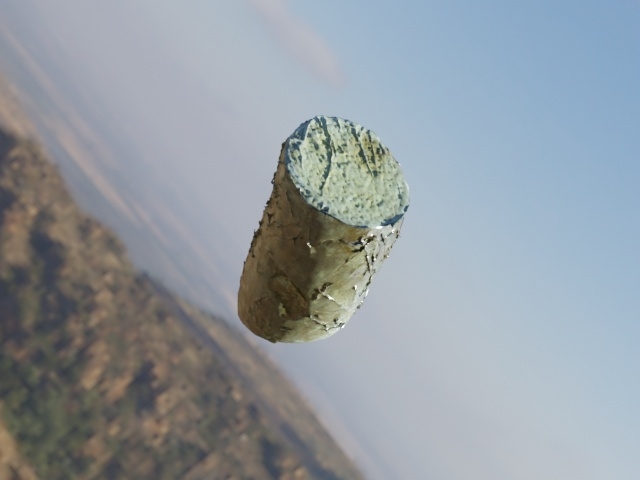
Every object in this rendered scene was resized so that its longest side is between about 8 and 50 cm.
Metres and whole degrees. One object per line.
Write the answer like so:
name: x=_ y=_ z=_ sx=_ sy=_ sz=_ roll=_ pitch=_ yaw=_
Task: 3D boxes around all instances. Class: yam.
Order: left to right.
yam: x=0.000 y=0.000 z=1.241 sx=0.107 sy=0.107 sz=0.183 roll=51 pitch=-37 yaw=22
